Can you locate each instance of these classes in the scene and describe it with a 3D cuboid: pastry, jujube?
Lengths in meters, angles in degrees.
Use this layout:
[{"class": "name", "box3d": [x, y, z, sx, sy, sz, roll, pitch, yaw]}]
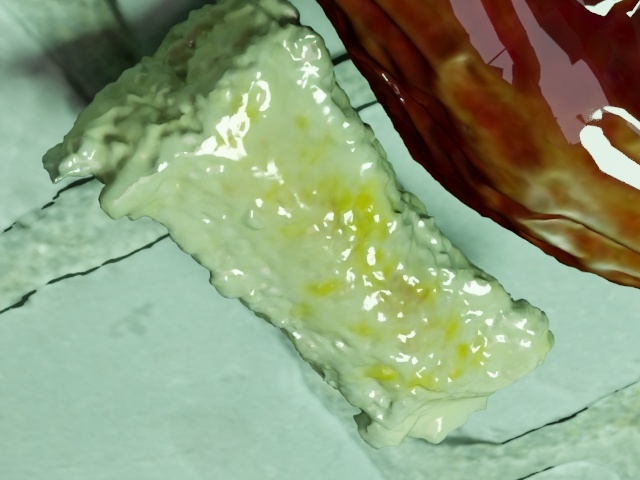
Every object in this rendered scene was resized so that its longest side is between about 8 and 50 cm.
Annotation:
[{"class": "pastry", "box3d": [0.004, -0.004, 0.770, 0.121, 0.089, 0.258, -34, 131, 15]}, {"class": "jujube", "box3d": [0.107, -0.090, 0.646, 0.290, 0.197, 0.197, 33, 119, -34]}]
